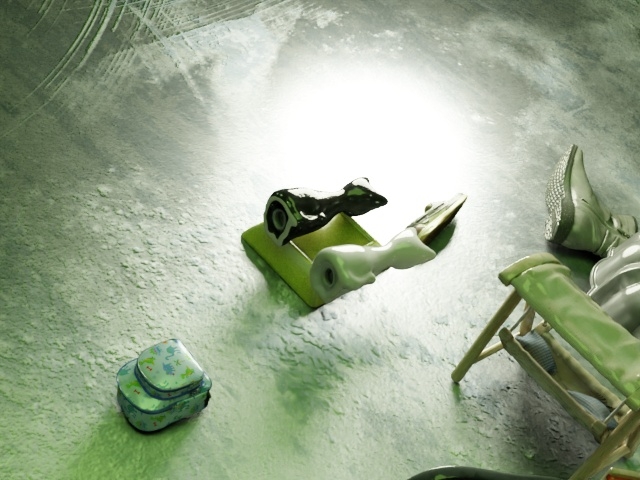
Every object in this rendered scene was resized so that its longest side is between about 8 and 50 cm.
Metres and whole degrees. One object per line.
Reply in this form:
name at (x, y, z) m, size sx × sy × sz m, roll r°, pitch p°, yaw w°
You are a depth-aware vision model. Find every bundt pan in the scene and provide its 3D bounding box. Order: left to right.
bundt pan at (0.609, 0.105, 1.575) m, size 0.331 × 0.124 × 0.331 m, roll 9°, pitch 52°, yaw -12°

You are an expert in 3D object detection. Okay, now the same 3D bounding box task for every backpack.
backpack at (-0.217, 0.193, 1.317) m, size 0.114 × 0.084 × 0.105 m, roll -25°, pitch 55°, yaw -30°

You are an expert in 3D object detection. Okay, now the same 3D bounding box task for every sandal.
sandal at (0.216, 0.345, 1.282) m, size 0.254 × 0.097 × 0.054 m, roll 4°, pitch 46°, yaw -12°

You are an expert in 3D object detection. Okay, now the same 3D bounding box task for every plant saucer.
plant saucer at (0.000, 0.000, 1.592) m, size 0.188 × 0.045 × 0.188 m, roll -27°, pitch 59°, yaw -35°

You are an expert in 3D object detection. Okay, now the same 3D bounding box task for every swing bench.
swing bench at (0.355, 0.178, 1.372) m, size 0.165 × 0.255 × 0.253 m, roll -22°, pitch 56°, yaw -32°

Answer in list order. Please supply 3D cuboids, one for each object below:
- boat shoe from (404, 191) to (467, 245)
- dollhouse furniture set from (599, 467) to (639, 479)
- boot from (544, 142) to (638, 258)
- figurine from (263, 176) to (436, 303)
boat shoe at (0.202, -0.046, 1.686) m, size 0.049 × 0.056 × 0.152 m, roll 38°, pitch 49°, yaw 14°
dollhouse furniture set at (0.385, 0.429, 1.196) m, size 0.262 × 0.135 × 0.259 m, roll 13°, pitch 39°, yaw -15°
boot at (0.501, -0.058, 1.779) m, size 0.161 × 0.083 × 0.246 m, roll 21°, pitch 50°, yaw -5°
figurine at (0.054, -0.012, 1.531) m, size 0.209 × 0.092 × 0.215 m, roll -18°, pitch 55°, yaw -35°
